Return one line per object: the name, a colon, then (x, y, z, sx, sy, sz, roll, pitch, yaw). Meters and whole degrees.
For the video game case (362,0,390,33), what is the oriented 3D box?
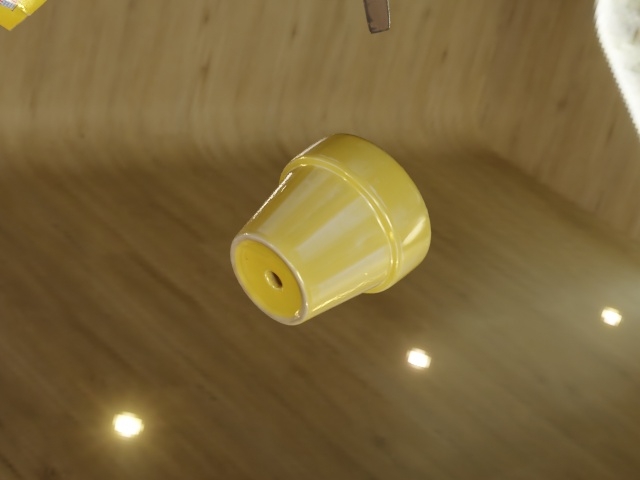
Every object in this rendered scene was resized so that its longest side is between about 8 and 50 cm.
video game case: (0.047, -0.425, 1.697, 0.035, 0.248, 0.275, -12, 173, 3)

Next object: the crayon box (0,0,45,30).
crayon box: (-0.468, -0.487, 2.038, 0.202, 0.318, 0.081, 32, -143, -38)

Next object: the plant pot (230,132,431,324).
plant pot: (0.000, 0.000, 1.994, 0.254, 0.254, 0.239, 28, -129, 32)
